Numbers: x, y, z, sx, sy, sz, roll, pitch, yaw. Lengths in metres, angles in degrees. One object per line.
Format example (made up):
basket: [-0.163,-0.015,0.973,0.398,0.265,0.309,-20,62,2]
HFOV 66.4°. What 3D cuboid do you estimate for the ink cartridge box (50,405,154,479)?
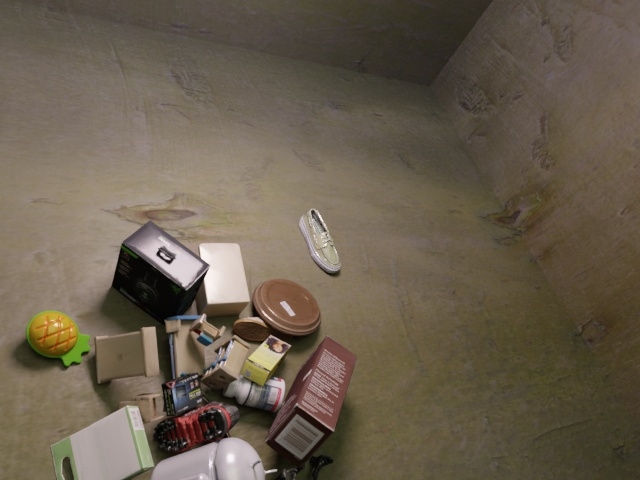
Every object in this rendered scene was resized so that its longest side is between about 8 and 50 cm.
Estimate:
ink cartridge box: [-0.572,0.565,1.281,0.235,0.056,0.171,-28,66,3]

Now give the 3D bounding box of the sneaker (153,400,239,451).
sneaker: [-0.344,0.524,1.385,0.135,0.276,0.097,3,66,-65]

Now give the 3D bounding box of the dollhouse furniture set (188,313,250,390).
dollhouse furniture set: [-0.341,0.348,1.510,0.184,0.129,0.129,39,38,-18]

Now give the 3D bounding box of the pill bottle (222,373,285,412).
pill bottle: [-0.215,0.479,1.571,0.180,0.108,0.107,20,47,-16]

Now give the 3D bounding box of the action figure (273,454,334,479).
action figure: [-0.070,0.730,1.435,0.164,0.141,0.275,46,43,-7]

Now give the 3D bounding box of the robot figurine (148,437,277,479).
robot figurine: [-0.296,0.640,1.265,0.354,0.300,0.199,-21,64,3]

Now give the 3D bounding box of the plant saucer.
plant saucer: [-0.116,0.238,1.820,0.278,0.041,0.277,22,31,-14]

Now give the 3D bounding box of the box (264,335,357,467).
box: [-0.017,0.488,1.538,0.143,0.191,0.381,36,23,2]

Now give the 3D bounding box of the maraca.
maraca: [-0.758,0.284,1.418,0.185,0.099,0.127,47,51,-25]

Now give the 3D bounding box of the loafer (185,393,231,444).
loafer: [-0.329,0.541,1.472,0.080,0.078,0.220,-29,73,-42]

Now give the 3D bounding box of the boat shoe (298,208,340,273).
boat shoe: [0.000,0.000,2.091,0.109,0.094,0.302,-14,63,-38]

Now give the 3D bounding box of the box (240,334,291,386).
box: [-0.176,0.391,1.615,0.087,0.058,0.232,26,15,7]

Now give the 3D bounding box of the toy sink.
toy sink: [-0.362,0.142,1.739,0.153,0.131,0.234,0,60,-31]

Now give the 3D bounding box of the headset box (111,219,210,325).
headset box: [-0.514,0.108,1.569,0.246,0.283,0.131,37,45,0]

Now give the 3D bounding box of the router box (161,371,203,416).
router box: [-0.396,0.441,1.407,0.122,0.038,0.092,-2,81,-65]

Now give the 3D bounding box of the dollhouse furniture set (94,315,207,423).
dollhouse furniture set: [-0.495,0.389,1.510,0.303,0.198,0.286,12,67,-63]

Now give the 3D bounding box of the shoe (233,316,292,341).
shoe: [-0.207,0.317,1.745,0.219,0.076,0.058,14,13,-21]
